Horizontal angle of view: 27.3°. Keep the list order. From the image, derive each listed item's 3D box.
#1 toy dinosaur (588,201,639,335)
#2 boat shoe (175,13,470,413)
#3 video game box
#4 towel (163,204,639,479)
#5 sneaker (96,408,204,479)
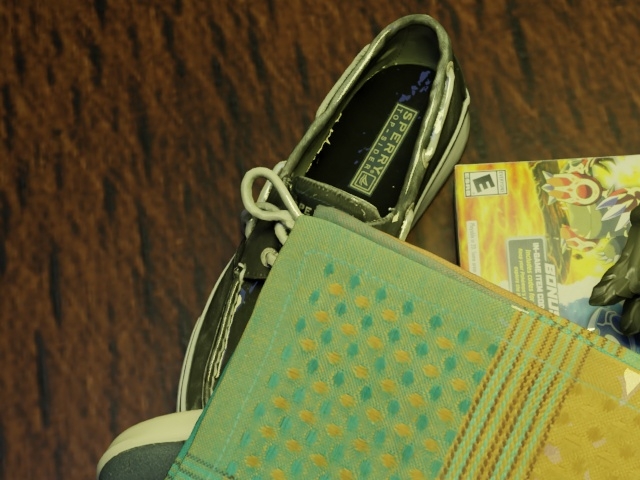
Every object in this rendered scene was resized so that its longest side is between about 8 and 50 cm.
[{"bbox_3d":[0.253,0.034,0.620,0.164,0.218,0.321,16,108,-11],"label":"toy dinosaur"},{"bbox_3d":[0.004,0.001,0.783,0.113,0.105,0.306,29,73,18],"label":"boat shoe"},{"bbox_3d":[0.176,0.048,0.773,0.187,0.048,0.205,-3,66,3],"label":"video game box"},{"bbox_3d":[0.084,0.171,0.569,0.370,0.040,0.271,26,84,27],"label":"towel"},{"bbox_3d":[0.021,0.207,0.658,0.350,0.131,0.148,20,46,16],"label":"sneaker"}]
